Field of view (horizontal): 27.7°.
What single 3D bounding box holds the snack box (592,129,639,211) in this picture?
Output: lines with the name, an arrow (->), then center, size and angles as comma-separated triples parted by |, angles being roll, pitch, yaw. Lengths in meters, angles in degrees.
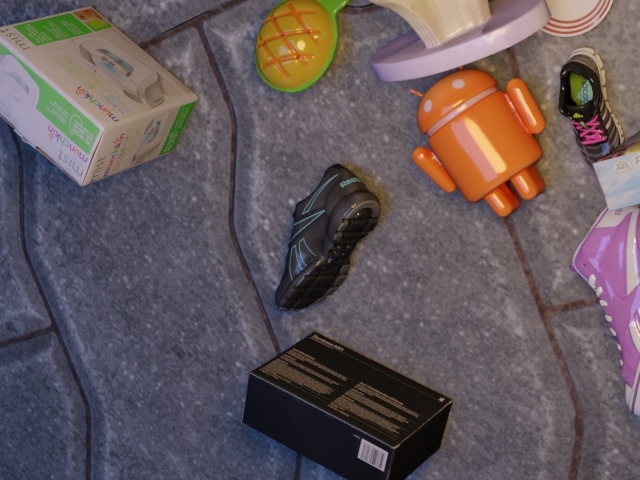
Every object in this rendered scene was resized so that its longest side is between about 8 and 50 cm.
snack box -> 0.448, -0.111, 1.555 | 0.174, 0.207, 0.070 | -15, 98, 36

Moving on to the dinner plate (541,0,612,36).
dinner plate -> 0.318, -0.336, 1.683 | 0.141, 0.017, 0.141 | 12, 114, 30

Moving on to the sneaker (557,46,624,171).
sneaker -> 0.346, -0.163, 1.689 | 0.063, 0.075, 0.170 | -6, 103, 36

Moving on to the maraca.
maraca -> -0.028, -0.305, 1.885 | 0.127, 0.099, 0.186 | 24, 93, 20

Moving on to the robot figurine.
robot figurine -> 0.213, -0.138, 1.756 | 0.219, 0.128, 0.158 | 57, 152, 4

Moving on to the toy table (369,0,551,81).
toy table -> 0.150, -0.319, 1.678 | 0.274, 0.252, 0.161 | -12, 113, 36

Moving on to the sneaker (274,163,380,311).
sneaker -> 0.000, 0.000, 1.989 | 0.106, 0.101, 0.267 | 56, 129, 30

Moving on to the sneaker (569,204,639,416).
sneaker -> 0.407, 0.088, 1.731 | 0.161, 0.102, 0.282 | 13, 103, 34

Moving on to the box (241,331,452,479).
box -> 0.040, 0.260, 1.983 | 0.261, 0.184, 0.103 | 25, 121, 25

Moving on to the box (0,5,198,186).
box -> -0.375, -0.232, 2.060 | 0.262, 0.231, 0.127 | 41, 125, 17
